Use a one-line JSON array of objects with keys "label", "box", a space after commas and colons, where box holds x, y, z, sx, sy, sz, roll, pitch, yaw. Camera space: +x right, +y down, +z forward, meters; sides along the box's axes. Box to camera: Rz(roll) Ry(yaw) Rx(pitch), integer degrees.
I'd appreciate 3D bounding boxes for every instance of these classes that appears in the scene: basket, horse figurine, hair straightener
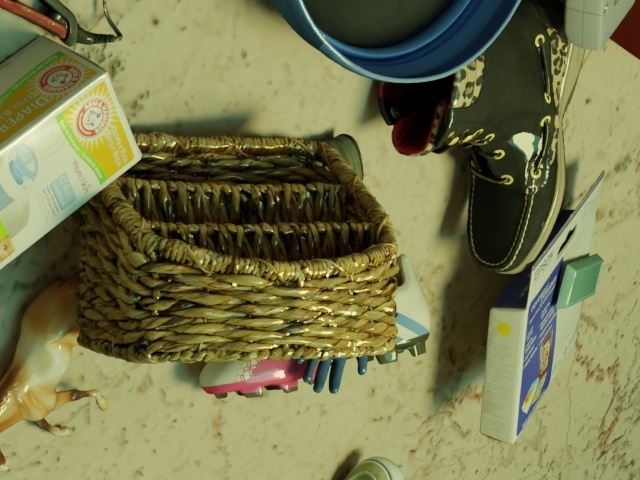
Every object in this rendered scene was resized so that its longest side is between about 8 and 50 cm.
[{"label": "basket", "box": [-0.072, 0.002, 1.386, 0.299, 0.213, 0.223, 1, 91, -29]}, {"label": "horse figurine", "box": [-0.265, 0.118, 1.462, 0.174, 0.066, 0.263, 19, 100, -58]}, {"label": "hair straightener", "box": [-0.248, -0.235, 1.251, 0.230, 0.047, 0.089, 26, 93, -51]}]

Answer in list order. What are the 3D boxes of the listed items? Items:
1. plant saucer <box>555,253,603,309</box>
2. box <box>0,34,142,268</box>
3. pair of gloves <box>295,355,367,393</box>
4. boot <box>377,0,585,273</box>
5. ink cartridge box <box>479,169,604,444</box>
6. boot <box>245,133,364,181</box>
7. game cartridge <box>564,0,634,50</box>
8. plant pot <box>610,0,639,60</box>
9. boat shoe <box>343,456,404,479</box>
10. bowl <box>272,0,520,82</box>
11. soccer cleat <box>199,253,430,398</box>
[{"label": "plant saucer", "box": [0.383, 0.060, 2.077, 0.192, 0.018, 0.067, -11, 116, -67]}, {"label": "box", "box": [-0.279, -0.075, 1.279, 0.203, 0.103, 0.114, -41, 140, -24]}, {"label": "pair of gloves", "box": [-0.020, 0.084, 1.649, 0.198, 0.023, 0.159, 31, 64, -16]}, {"label": "boot", "box": [0.193, -0.131, 1.763, 0.284, 0.138, 0.377, -8, 116, -48]}, {"label": "ink cartridge box", "box": [0.318, 0.087, 2.052, 0.303, 0.072, 0.307, -45, 142, -49]}, {"label": "boot", "box": [0.000, 0.000, 1.621, 0.161, 0.083, 0.247, -4, 93, -47]}, {"label": "game cartridge", "box": [0.352, -0.387, 1.691, 0.196, 0.060, 0.294, -54, 153, -47]}, {"label": "plant pot", "box": [0.505, -0.354, 1.900, 0.267, 0.267, 0.236, -5, 130, -48]}, {"label": "boat shoe", "box": [0.014, 0.436, 1.973, 0.094, 0.109, 0.302, 20, 101, -51]}, {"label": "bowl", "box": [0.085, -0.360, 1.471, 0.391, 0.077, 0.391, -14, 112, -38]}, {"label": "soccer cleat", "box": [-0.012, 0.099, 1.728, 0.331, 0.116, 0.143, -13, 92, -34]}]
